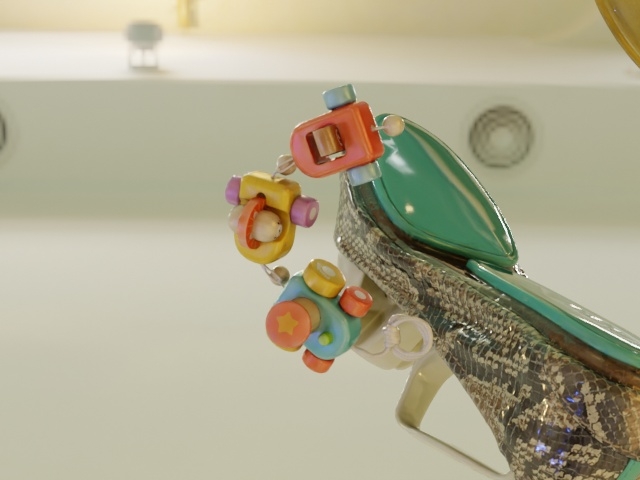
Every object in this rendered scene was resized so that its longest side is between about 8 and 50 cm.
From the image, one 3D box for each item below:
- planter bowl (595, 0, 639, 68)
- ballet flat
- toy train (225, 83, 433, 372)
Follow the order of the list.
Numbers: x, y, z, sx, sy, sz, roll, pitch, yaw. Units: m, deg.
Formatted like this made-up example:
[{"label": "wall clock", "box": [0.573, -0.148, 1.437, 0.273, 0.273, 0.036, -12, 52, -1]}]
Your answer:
[{"label": "planter bowl", "box": [0.262, -0.182, 0.839, 0.217, 0.217, 0.090, -7, 173, -25]}, {"label": "ballet flat", "box": [0.102, 0.061, 1.140, 0.164, 0.182, 0.483, 19, -162, -29]}, {"label": "toy train", "box": [0.000, 0.000, 0.851, 0.125, 0.166, 0.046, -12, -174, 31]}]
